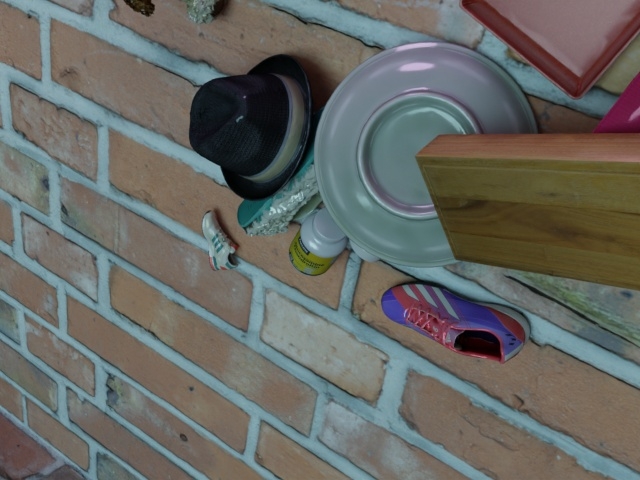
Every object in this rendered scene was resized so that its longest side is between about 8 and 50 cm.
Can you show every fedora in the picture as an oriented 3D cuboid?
[{"bbox_3d":[-0.163,-0.235,1.409,0.334,0.153,0.333,-9,78,52],"label":"fedora"}]

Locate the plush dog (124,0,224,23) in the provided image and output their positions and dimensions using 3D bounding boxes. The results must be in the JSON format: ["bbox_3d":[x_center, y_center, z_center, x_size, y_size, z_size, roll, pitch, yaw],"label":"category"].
[{"bbox_3d":[-0.307,-0.566,1.373,0.211,0.225,0.262,32,128,19],"label":"plush dog"}]

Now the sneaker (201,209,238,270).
[{"bbox_3d":[-0.242,0.000,1.738,0.076,0.057,0.161,0,112,18],"label":"sneaker"}]

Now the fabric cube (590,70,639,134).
[{"bbox_3d":[0.549,-0.170,0.932,0.254,0.259,0.258,40,131,14],"label":"fabric cube"}]

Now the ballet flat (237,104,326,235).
[{"bbox_3d":[-0.030,-0.135,1.470,0.147,0.147,0.409,52,134,3],"label":"ballet flat"}]

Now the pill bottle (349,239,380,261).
[{"bbox_3d":[0.150,-0.046,1.379,0.117,0.117,0.215,50,131,5],"label":"pill bottle"}]

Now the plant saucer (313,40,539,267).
[{"bbox_3d":[0.174,-0.144,1.211,0.401,0.100,0.400,2,97,13],"label":"plant saucer"}]

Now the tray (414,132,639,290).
[{"bbox_3d":[0.332,-0.043,0.971,0.411,0.076,0.202,11,134,51],"label":"tray"}]

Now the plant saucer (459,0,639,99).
[{"bbox_3d":[0.385,-0.395,1.078,0.258,0.048,0.259,43,130,10],"label":"plant saucer"}]

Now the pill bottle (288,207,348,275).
[{"bbox_3d":[0.000,0.000,1.484,0.103,0.103,0.184,47,154,7],"label":"pill bottle"}]

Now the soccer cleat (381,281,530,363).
[{"bbox_3d":[0.251,0.165,1.412,0.318,0.116,0.108,14,120,30],"label":"soccer cleat"}]
